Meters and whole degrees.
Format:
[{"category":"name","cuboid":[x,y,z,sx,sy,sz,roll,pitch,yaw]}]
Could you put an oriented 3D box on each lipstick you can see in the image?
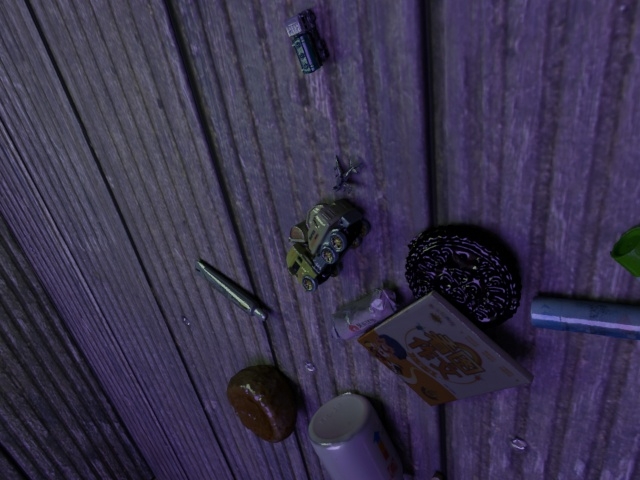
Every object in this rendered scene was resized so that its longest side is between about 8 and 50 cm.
[{"category":"lipstick","cuboid":[0.381,0.108,0.628,0.157,0.048,0.048,2,121,38]}]

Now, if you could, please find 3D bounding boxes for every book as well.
[{"category":"book","cuboid":[0.205,0.211,0.827,0.208,0.020,0.295,41,147,3]}]

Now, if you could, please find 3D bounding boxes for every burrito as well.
[{"category":"burrito","cuboid":[0.082,0.145,0.897,0.064,0.064,0.203,47,140,1]}]

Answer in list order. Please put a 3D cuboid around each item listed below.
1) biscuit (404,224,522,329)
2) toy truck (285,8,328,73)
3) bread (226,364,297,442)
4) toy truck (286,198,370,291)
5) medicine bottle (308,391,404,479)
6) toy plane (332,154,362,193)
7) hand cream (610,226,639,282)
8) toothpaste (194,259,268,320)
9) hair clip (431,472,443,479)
[{"category":"biscuit","cuboid":[0.222,0.062,0.721,0.194,0.053,0.195,21,131,27]},{"category":"toy truck","cuboid":[-0.022,-0.291,0.667,0.039,0.044,0.083,-5,117,38]},{"category":"bread","cuboid":[-0.159,0.451,1.277,0.230,0.123,0.230,25,132,31]},{"category":"toy truck","cuboid":[0.000,0.000,0.837,0.116,0.085,0.191,47,136,15]},{"category":"medicine bottle","cuboid":[0.102,0.529,1.083,0.170,0.170,0.293,-12,112,44]},{"category":"toy plane","cuboid":[0.040,-0.105,0.769,0.084,0.024,0.078,-44,70,48]},{"category":"hand cream","cuboid":[0.482,0.084,0.537,0.275,0.050,0.079,37,162,4]},{"category":"toothpaste","cuboid":[-0.233,0.131,1.163,0.255,0.037,0.067,30,141,23]},{"category":"hair clip","cuboid":[0.304,0.628,1.065,0.159,0.071,0.218,51,132,6]}]
